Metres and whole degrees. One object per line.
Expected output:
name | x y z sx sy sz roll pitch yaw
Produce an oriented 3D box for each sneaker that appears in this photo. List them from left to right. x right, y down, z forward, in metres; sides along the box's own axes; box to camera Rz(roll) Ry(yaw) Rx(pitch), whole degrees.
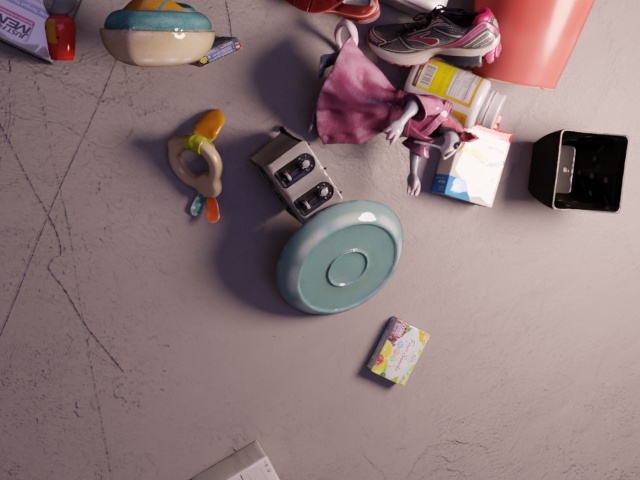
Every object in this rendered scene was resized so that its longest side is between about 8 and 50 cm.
sneaker | 0.027 -0.516 1.743 0.221 0.128 0.087 21 92 15
sneaker | 0.244 -0.457 1.729 0.112 0.299 0.120 69 36 -44

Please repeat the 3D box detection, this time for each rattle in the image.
rattle | -0.244 -0.161 1.734 0.130 0.142 0.199 -14 121 17

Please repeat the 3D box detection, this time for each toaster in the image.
toaster | -0.057 -0.142 1.726 0.110 0.186 0.168 -37 114 -7

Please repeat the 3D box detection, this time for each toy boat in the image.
toy boat | -0.364 -0.403 1.469 0.319 0.267 0.148 4 106 7

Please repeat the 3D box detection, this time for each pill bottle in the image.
pill bottle | 0.303 -0.327 1.788 0.215 0.117 0.117 24 90 12

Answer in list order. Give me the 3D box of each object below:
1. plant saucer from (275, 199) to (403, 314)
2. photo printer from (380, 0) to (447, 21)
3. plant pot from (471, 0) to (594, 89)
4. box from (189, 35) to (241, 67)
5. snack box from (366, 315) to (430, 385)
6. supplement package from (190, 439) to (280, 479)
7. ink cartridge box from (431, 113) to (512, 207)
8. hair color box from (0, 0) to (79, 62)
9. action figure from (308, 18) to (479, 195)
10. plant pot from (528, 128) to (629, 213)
plant saucer | 0.054 0.053 1.771 0.318 0.043 0.317 -16 132 -18
photo printer | 0.203 -0.673 1.756 0.256 0.107 0.307 19 92 -19
plant pot | 0.464 -0.479 1.798 0.275 0.275 0.243 4 108 -18
box | -0.225 -0.393 1.649 0.094 0.137 0.027 -27 112 -11
snack box | 0.189 0.268 1.925 0.100 0.037 0.141 27 89 -20
supplement package | -0.190 0.561 1.815 0.179 0.105 0.105 -28 105 -11
ink cartridge box | 0.366 -0.207 1.890 0.134 0.078 0.230 14 93 -19
hair color box | -0.535 -0.553 1.543 0.185 0.113 0.374 24 90 -19
action figure | 0.169 -0.279 1.736 0.370 0.248 0.275 14 68 6
plant pot | 0.606 -0.169 1.923 0.188 0.167 0.187 2 97 -18
